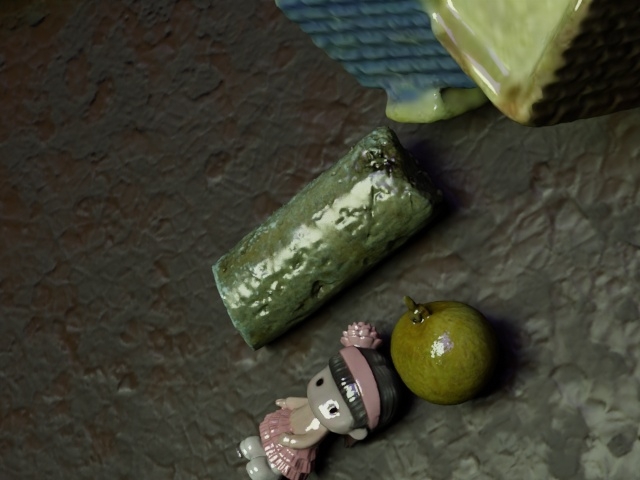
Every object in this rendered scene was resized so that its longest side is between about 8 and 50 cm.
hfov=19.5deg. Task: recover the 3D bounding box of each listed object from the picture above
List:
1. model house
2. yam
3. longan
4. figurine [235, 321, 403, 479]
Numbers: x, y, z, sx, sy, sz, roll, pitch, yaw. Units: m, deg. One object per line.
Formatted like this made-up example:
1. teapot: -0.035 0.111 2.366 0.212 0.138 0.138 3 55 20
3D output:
1. model house: 0.130 -0.215 1.218 0.321 0.261 0.266 3 103 46
2. yam: 0.000 0.000 1.293 0.179 0.078 0.078 -37 62 17
3. longan: 0.079 0.068 1.226 0.075 0.083 0.075 -28 26 15
4. figurine: 0.002 0.117 1.276 0.129 0.054 0.072 -40 46 22
